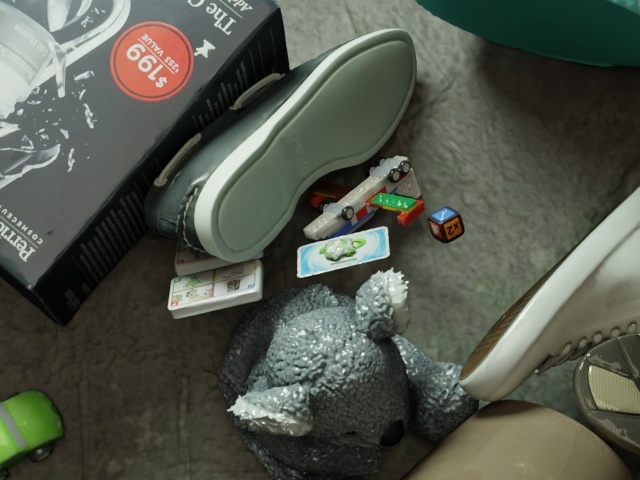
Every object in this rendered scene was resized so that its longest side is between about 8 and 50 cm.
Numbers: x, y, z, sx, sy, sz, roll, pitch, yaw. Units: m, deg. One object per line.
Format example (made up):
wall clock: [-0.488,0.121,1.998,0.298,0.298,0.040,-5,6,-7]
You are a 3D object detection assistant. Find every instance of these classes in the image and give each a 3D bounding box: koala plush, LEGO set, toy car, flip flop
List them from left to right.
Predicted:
toy car: [-0.324,0.194,1.647,0.225,0.053,0.239,-30,79,-5]
LEGO set: [0.000,0.000,1.637,0.244,0.182,0.060,-14,119,7]
koala plush: [0.006,0.113,1.574,0.196,0.221,0.203,-42,80,-7]
flip flop: [0.322,0.137,1.607,0.277,0.080,0.112,1,68,-31]

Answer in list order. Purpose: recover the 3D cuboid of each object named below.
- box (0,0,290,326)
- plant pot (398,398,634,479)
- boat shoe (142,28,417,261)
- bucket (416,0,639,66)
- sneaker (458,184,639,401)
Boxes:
box: [-0.255,-0.160,1.661,0.343,0.179,0.312,38,82,9]
plant pot: [0.133,0.254,1.546,0.263,0.263,0.229,32,63,7]
boat shoe: [-0.031,-0.094,1.651,0.091,0.114,0.302,13,37,37]
bucket: [0.206,-0.269,1.638,0.281,0.281,0.183,15,82,4]
sneaker: [0.238,0.059,1.607,0.290,0.106,0.123,-39,86,-31]
